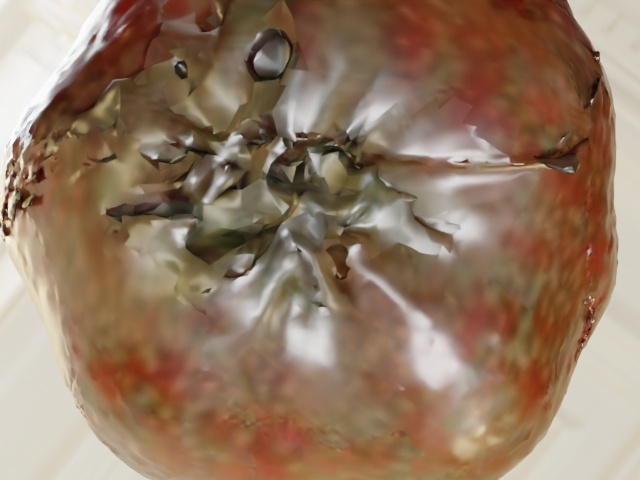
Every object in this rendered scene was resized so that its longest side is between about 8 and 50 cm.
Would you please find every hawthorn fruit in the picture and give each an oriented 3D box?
[{"bbox_3d":[0.000,0.000,0.552,0.181,0.181,0.235,37,172,10],"label":"hawthorn fruit"}]
